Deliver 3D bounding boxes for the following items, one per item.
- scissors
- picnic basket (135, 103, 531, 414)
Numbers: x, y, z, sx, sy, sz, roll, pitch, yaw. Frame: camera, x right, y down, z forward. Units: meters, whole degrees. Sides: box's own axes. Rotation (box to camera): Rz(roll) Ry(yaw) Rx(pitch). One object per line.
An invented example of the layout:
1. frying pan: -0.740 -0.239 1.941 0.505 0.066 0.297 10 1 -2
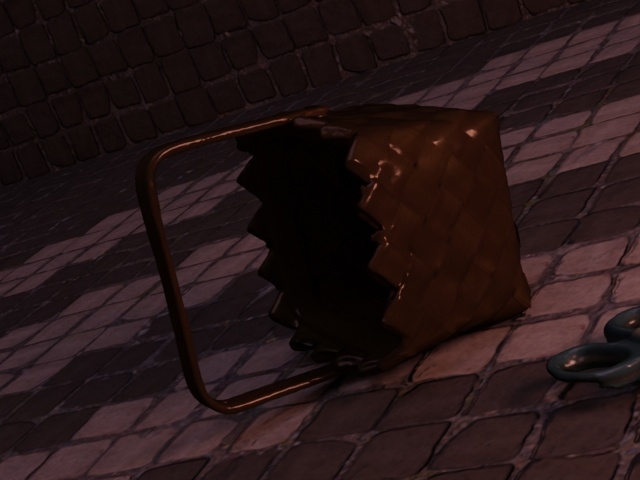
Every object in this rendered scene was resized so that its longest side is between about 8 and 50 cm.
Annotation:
1. scissors: 0.293 0.080 0.990 0.138 0.041 0.289 -23 12 -31
2. picnic basket: 0.000 0.000 1.283 0.321 0.254 0.291 -18 12 -24
